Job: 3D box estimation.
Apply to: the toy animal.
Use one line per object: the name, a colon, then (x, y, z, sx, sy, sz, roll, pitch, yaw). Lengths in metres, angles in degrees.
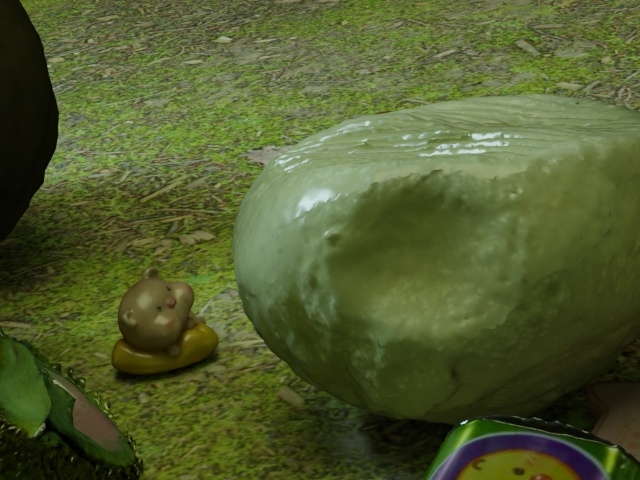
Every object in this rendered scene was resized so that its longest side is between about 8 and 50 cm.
toy animal: (-0.136, 0.065, 1.357, 0.091, 0.082, 0.114, -1, 21, 13)

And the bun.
bun: (0.116, 0.018, 1.175, 0.349, 0.227, 0.352, 3, 17, 39)

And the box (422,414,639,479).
box: (0.071, 0.225, 0.794, 0.134, 0.097, 0.345, 11, 32, 20)

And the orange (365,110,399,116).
orange: (0.068, -0.062, 1.553, 0.117, 0.135, 0.135, -42, -4, 39)

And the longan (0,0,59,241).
longan: (-0.498, -0.141, 1.585, 0.435, 0.404, 0.404, -13, 21, -8)

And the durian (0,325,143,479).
durian: (-0.214, 0.145, 1.165, 0.095, 0.137, 0.221, -43, 29, 4)

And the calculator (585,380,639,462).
calculator: (0.316, 0.164, 0.996, 0.329, 0.048, 0.220, 4, 23, 24)
